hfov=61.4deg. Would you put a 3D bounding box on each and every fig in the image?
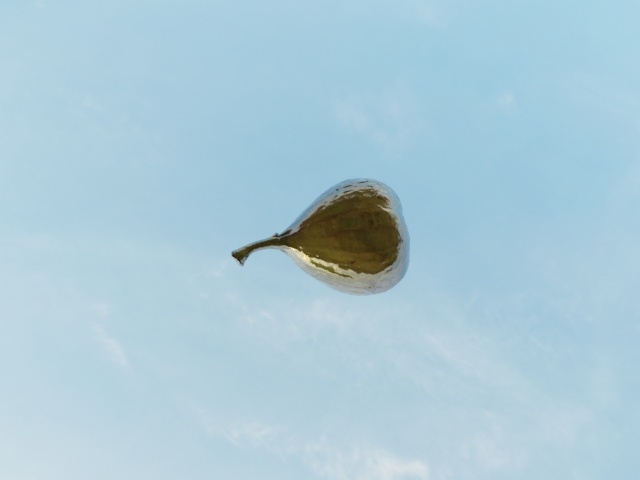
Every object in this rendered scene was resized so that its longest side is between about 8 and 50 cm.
[{"bbox_3d":[0.000,0.000,0.959,0.321,0.217,0.217,-4,-102,-21],"label":"fig"}]
